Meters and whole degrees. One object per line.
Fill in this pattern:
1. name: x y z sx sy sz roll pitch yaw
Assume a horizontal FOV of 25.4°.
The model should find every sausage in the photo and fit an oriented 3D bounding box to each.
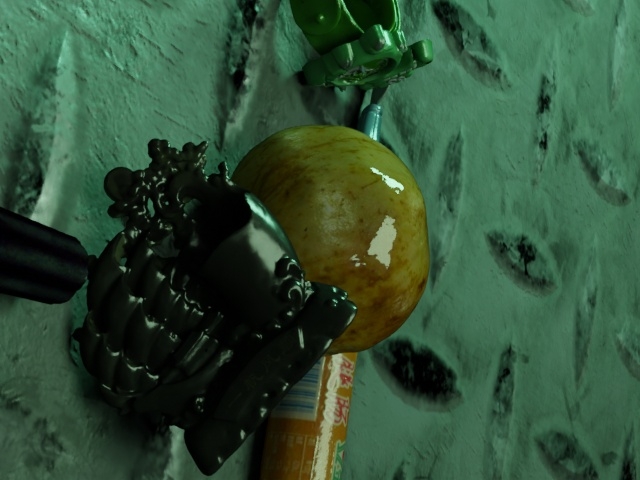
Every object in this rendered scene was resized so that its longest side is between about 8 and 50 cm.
1. sausage: -0.022 0.256 1.572 0.093 0.093 0.312 27 66 -53

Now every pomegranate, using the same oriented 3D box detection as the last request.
1. pomegranate: 0.000 0.000 1.502 0.248 0.248 0.248 3 86 -56

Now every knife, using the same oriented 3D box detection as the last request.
1. knife: 0.074 -0.184 1.765 0.032 0.058 0.244 20 67 -15

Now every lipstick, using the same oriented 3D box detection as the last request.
1. lipstick: -0.347 -0.023 1.112 0.418 0.077 0.077 23 70 -52

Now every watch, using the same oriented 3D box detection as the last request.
1. watch: 0.037 -0.261 1.678 0.165 0.131 0.152 -4 74 -52

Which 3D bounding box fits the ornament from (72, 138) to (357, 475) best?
1. ornament: -0.128 0.053 1.341 0.260 0.106 0.251 40 92 -7
